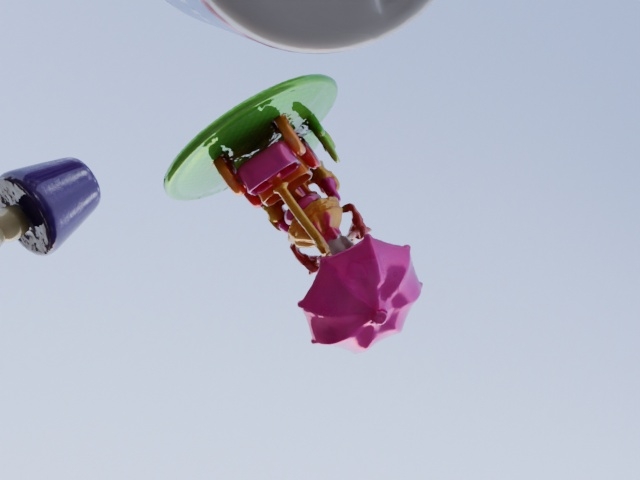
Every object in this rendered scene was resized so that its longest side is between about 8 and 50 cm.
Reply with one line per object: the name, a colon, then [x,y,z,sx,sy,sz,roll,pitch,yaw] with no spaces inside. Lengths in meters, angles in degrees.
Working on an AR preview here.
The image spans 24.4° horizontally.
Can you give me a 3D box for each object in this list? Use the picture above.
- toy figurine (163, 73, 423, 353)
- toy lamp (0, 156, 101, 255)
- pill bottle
toy figurine: [0.000,0.000,0.951,0.130,0.173,0.159,-34,-102,3]
toy lamp: [-0.293,0.013,1.168,0.080,0.274,0.080,33,-41,34]
pill bottle: [-0.025,-0.152,0.654,0.124,0.221,0.124,-3,-77,-14]
